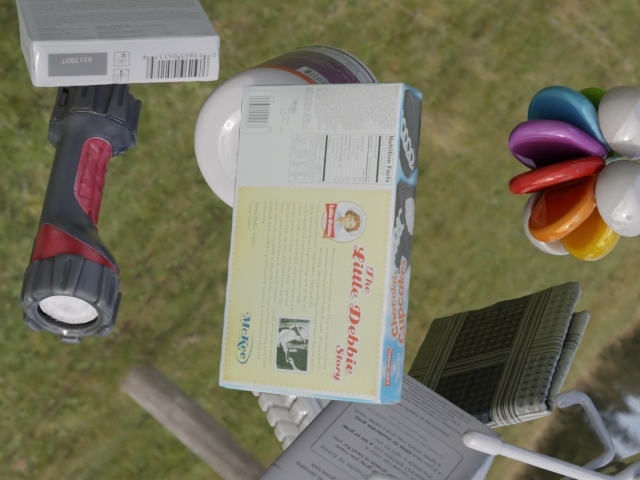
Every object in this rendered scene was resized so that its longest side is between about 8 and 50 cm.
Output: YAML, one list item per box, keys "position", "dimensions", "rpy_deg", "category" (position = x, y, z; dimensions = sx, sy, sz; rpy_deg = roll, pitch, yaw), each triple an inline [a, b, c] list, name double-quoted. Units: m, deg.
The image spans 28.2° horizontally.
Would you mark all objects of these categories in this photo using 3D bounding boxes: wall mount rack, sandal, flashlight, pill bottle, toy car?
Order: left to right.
- position: [-0.246, -0.042, 1.366]
  dimensions: [0.103, 0.103, 0.304]
  rpy_deg: [49, 35, -42]
  category: "flashlight"
- position: [-0.024, -0.149, 1.625]
  dimensions: [0.181, 0.181, 0.323]
  rpy_deg: [-59, 173, 22]
  category: "pill bottle"
- position: [0.010, 0.289, 1.908]
  dimensions: [0.102, 0.416, 0.169]
  rpy_deg: [-27, 177, -28]
  category: "sandal"
- position: [0.237, 0.218, 1.307]
  dimensions: [0.304, 0.130, 0.350]
  rpy_deg: [-21, 168, -30]
  category: "wall mount rack"
- position: [0.248, -0.076, 1.273]
  dimensions: [0.159, 0.136, 0.182]
  rpy_deg: [-23, -124, 56]
  category: "toy car"

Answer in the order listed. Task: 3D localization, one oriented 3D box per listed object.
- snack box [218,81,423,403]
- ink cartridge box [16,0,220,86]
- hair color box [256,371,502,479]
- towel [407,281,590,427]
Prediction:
- position: [0.000, 0.000, 1.318]
  dimensions: [0.060, 0.187, 0.321]
  rpy_deg: [12, 82, -63]
  category: "snack box"
- position: [-0.222, -0.239, 1.336]
  dimensions: [0.189, 0.232, 0.066]
  rpy_deg: [-5, 123, -18]
  category: "ink cartridge box"
- position: [0.027, 0.314, 1.424]
  dimensions: [0.374, 0.185, 0.113]
  rpy_deg: [-42, 156, -40]
  category: "hair color box"
- position: [0.279, 0.208, 2.112]
  dimensions: [0.312, 0.056, 0.324]
  rpy_deg: [-19, -154, 35]
  category: "towel"
